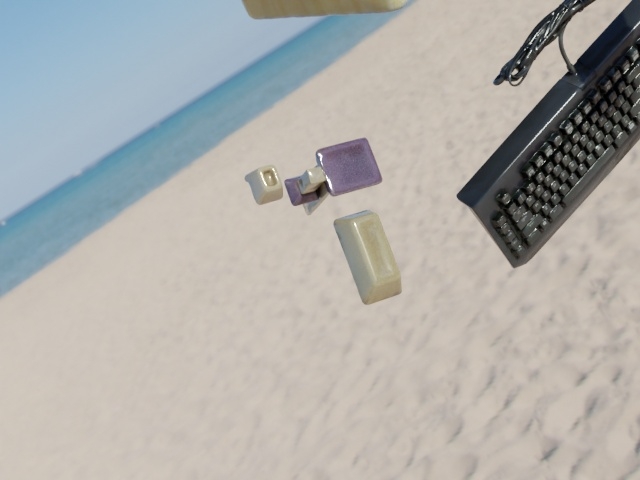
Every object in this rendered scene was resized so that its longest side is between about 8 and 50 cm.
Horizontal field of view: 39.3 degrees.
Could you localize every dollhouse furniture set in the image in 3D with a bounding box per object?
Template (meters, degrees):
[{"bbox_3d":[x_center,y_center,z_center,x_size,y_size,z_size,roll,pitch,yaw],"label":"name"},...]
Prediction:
[{"bbox_3d":[0.000,0.000,0.652,0.091,0.114,0.081,-17,-9,-22],"label":"dollhouse furniture set"}]

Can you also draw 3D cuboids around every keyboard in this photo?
[{"bbox_3d":[0.244,-0.138,0.820,0.317,0.201,0.033,-48,36,-6],"label":"keyboard"}]

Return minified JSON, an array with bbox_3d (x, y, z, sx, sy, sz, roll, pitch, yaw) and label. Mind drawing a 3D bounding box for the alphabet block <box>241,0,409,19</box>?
[{"bbox_3d":[0.009,-0.348,0.862,0.194,0.197,0.192,5,46,35],"label":"alphabet block"}]
